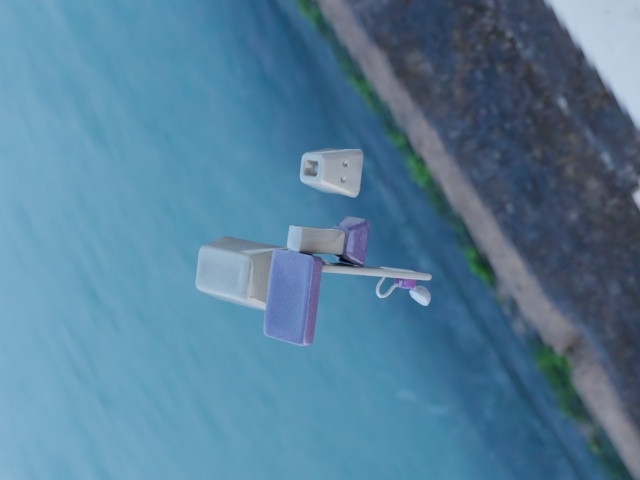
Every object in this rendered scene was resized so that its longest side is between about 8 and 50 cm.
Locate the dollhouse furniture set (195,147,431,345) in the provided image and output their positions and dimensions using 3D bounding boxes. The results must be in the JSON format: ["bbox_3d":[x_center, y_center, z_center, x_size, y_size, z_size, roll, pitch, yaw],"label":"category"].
[{"bbox_3d":[0.000,0.000,0.845,0.114,0.081,0.091,10,94,56],"label":"dollhouse furniture set"}]
